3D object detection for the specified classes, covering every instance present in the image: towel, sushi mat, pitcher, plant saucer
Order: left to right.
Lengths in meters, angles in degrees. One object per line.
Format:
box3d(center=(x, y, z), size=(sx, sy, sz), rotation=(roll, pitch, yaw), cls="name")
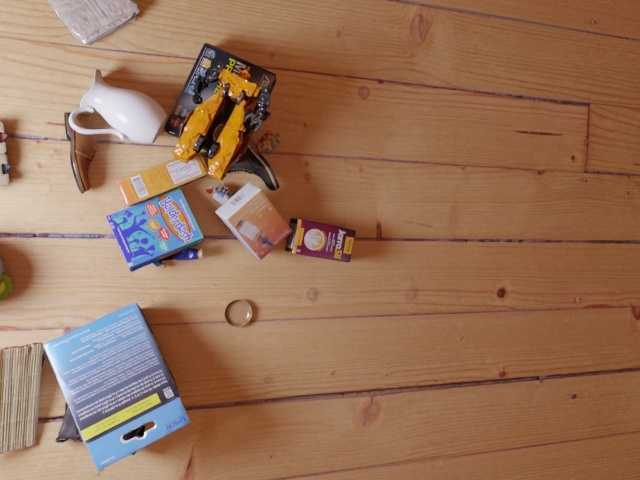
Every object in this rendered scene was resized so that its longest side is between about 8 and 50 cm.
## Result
box3d(center=(-0.786, 0.406, 1.432), size=(0.152, 0.019, 0.316), rotation=(-6, 115, -47), cls="sushi mat")
box3d(center=(-0.617, -0.662, 1.463), size=(0.187, 0.049, 0.282), rotation=(-36, 104, -15), cls="towel")
box3d(center=(-0.523, -0.319, 1.477), size=(0.207, 0.125, 0.177), rotation=(29, 71, -13), cls="pitcher")
box3d(center=(-0.244, 0.213, 1.679), size=(0.084, 0.015, 0.083), rotation=(-2, 95, -20), cls="plant saucer")

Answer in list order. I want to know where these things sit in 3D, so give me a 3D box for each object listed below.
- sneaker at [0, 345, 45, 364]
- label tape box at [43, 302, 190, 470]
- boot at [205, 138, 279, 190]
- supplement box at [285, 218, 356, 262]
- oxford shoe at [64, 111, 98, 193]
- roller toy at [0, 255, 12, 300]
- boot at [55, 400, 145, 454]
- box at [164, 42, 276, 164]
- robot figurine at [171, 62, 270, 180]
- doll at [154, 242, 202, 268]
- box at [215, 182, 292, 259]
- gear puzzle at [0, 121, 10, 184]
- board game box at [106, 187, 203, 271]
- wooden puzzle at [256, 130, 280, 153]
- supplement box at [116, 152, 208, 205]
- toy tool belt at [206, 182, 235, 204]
box3d(center=(-0.843, 0.331, 1.419), size=(0.276, 0.135, 0.097), rotation=(-7, 95, -20), cls="sneaker")
box3d(center=(-0.523, 0.374, 1.486), size=(0.249, 0.115, 0.347), rotation=(-25, 82, -16), cls="label tape box")
box3d(center=(-0.221, -0.201, 1.631), size=(0.137, 0.077, 0.197), rotation=(-35, 91, -9), cls="boot")
box3d(center=(0.000, 0.000, 1.712), size=(0.188, 0.081, 0.103), rotation=(10, 91, -20), cls="supplement box")
box3d(center=(-0.617, -0.228, 1.486), size=(0.076, 0.076, 0.212), rotation=(-7, 97, -28), cls="oxford shoe")
box3d(center=(-0.885, 0.084, 1.376), size=(0.210, 0.146, 0.191), rotation=(-19, 100, -16), cls="roller toy")
box3d(center=(-0.573, 0.450, 1.549), size=(0.229, 0.091, 0.262), rotation=(23, 82, -14), cls="boot")
box3d(center=(-0.272, -0.375, 1.568), size=(0.217, 0.060, 0.269), rotation=(25, 86, -2), cls="box")
box3d(center=(-0.258, -0.316, 1.494), size=(0.211, 0.085, 0.290), rotation=(27, 86, -2), cls="robot figurine")
box3d(center=(-0.426, 0.014, 1.584), size=(0.189, 0.046, 0.128), rotation=(-1, 94, -14), cls="doll")
box3d(center=(-0.187, -0.054, 1.613), size=(0.130, 0.091, 0.170), rotation=(-44, 124, -11), cls="box")
box3d(center=(-0.947, -0.202, 1.392), size=(0.339, 0.044, 0.175), rotation=(-5, 98, -16), cls="gear puzzle")
box3d(center=(-0.445, -0.030, 1.541), size=(0.210, 0.047, 0.160), rotation=(-25, 79, -18), cls="board game box")
box3d(center=(-0.153, -0.289, 1.675), size=(0.049, 0.006, 0.083), rotation=(43, 80, -17), cls="wooden puzzle")
box3d(center=(-0.429, -0.169, 1.552), size=(0.234, 0.078, 0.080), rotation=(-23, 98, -17), cls="supplement box")
box3d(center=(-0.283, -0.138, 1.625), size=(0.083, 0.052, 0.051), rotation=(38, 51, -21), cls="toy tool belt")
